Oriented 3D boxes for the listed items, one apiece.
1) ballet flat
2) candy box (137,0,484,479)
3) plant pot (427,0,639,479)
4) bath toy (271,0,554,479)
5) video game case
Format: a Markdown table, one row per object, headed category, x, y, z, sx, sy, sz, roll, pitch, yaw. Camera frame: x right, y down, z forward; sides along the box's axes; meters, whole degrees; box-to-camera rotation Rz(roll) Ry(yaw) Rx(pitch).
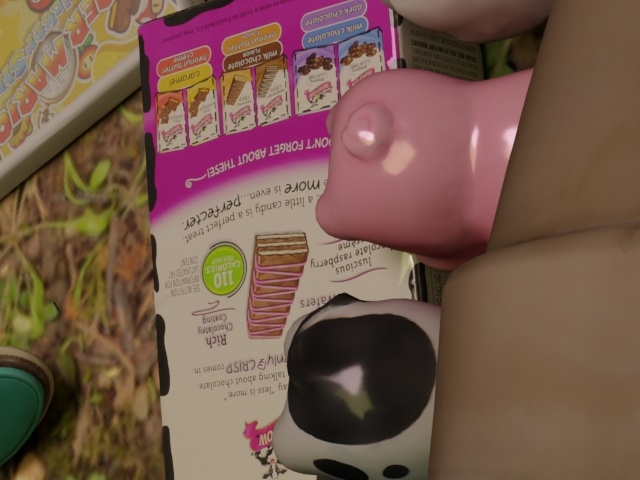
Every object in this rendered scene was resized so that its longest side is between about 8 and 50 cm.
| category | x | y | z | sx | sy | sz | roll | pitch | yaw |
| --- | --- | --- | --- | --- | --- | --- | --- | --- | --- |
| ballet flat | -0.234 | 0.117 | 0.993 | 0.248 | 0.086 | 0.086 | -46 | 58 | 29 |
| candy box | 0.000 | 0.000 | 0.796 | 0.159 | 0.071 | 0.233 | -11 | 78 | 39 |
| plant pot | 0.194 | -0.061 | 0.477 | 0.323 | 0.323 | 0.280 | -5 | 79 | 41 |
| bath toy | 0.070 | -0.012 | 0.665 | 0.129 | 0.151 | 0.348 | 154 | 123 | -65 |
| video game case | -0.170 | -0.150 | 0.991 | 0.227 | 0.026 | 0.206 | -34 | 65 | 34 |
